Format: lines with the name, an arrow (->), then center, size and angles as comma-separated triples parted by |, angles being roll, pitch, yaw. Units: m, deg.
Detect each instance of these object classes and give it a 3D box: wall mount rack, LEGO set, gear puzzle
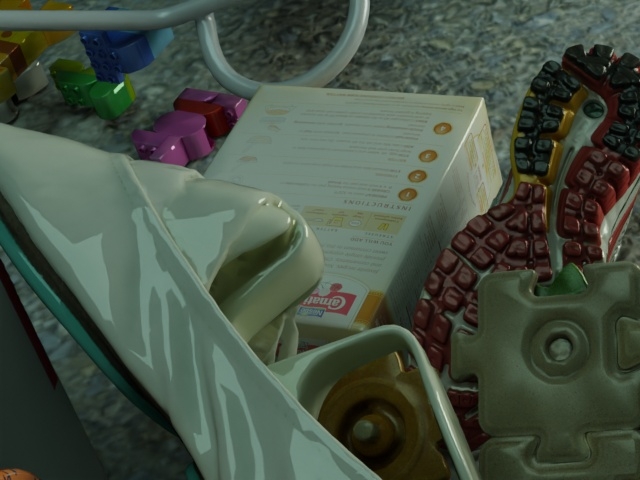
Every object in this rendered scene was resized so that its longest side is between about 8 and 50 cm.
wall mount rack -> -0.107, -0.244, 1.136 | 0.304, 0.130, 0.350 | -18, 66, 15
LEGO set -> -0.170, -0.097, 1.192 | 0.227, 0.087, 0.093 | 12, 47, 33
gear puzzle -> 0.145, 0.094, 0.851 | 0.339, 0.044, 0.175 | -6, 72, 20

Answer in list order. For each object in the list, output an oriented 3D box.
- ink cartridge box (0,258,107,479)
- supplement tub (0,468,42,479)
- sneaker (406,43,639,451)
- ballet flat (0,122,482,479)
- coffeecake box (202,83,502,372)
ink cartridge box -> -0.251, 0.078, 0.949 | 0.237, 0.172, 0.100 | 8, 46, 29
supplement tub -> -0.279, 0.192, 0.801 | 0.338, 0.207, 0.207 | -8, 40, 14
sneaker -> 0.116, 0.013, 0.964 | 0.088, 0.092, 0.225 | 24, 68, 16
ballet flat -> -0.026, 0.062, 0.852 | 0.139, 0.139, 0.400 | -30, 59, -14
coffeecake box -> 0.000, 0.000, 1.024 | 0.142, 0.068, 0.185 | 6, 45, 26
